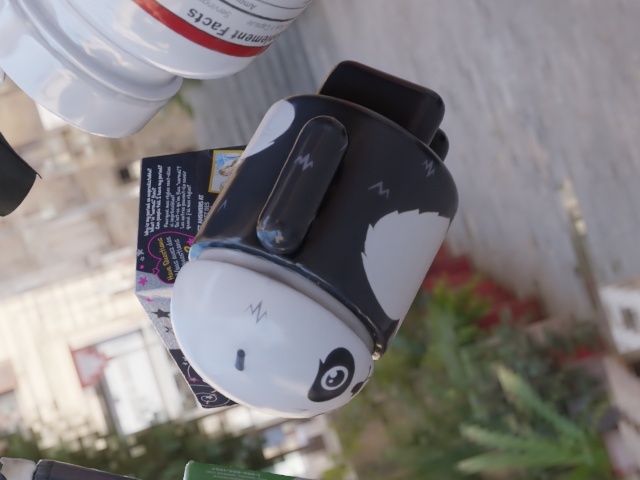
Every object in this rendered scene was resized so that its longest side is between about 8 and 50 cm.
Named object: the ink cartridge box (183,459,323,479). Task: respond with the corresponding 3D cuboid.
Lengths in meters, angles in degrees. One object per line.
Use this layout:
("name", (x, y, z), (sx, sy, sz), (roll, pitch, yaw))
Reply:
("ink cartridge box", (-0.023, 0.245, 1.287), (0.212, 0.154, 0.093), (-97, 18, -67))

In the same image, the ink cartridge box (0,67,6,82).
("ink cartridge box", (-0.455, -0.314, 1.754), (0.160, 0.384, 0.279), (-87, 5, -50))

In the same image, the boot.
("boot", (-0.380, -0.037, 1.966), (0.137, 0.198, 0.077), (49, 172, -39))

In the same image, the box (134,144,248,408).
("box", (-0.087, 0.041, 1.949), (0.247, 0.142, 0.163), (66, -159, -55))

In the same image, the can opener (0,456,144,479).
("can opener", (-0.222, 0.230, 1.607), (0.095, 0.283, 0.076), (-88, 11, -70))

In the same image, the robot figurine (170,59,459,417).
("robot figurine", (0.002, 0.002, 1.494), (0.209, 0.278, 0.173), (42, 155, -31))

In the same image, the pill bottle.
("pill bottle", (-0.076, -0.273, 1.469), (0.229, 0.407, 0.229), (36, -154, -21))
